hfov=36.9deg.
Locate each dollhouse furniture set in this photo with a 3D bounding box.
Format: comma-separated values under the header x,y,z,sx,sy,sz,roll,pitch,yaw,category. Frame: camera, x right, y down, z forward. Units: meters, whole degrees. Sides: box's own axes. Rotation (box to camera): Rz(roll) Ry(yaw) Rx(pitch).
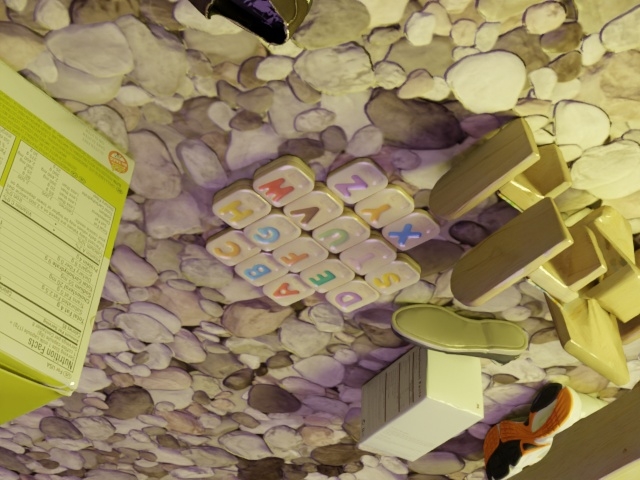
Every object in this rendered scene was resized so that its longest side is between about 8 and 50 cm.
x,y,z,sx,sy,sz,roll,pitch,yaw,category
0.279,0.140,1.092,0.362,0.394,0.256,32,123,-32,dollhouse furniture set

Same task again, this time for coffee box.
x,y,z,sx,sy,sz,roll,pitch,yaw,category
-0.462,0.004,1.038,0.337,0.335,0.338,-26,132,31,coffee box

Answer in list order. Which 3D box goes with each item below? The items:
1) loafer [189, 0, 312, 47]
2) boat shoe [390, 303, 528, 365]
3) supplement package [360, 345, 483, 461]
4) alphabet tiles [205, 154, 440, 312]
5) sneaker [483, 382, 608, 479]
x,y,z,sx,sy,sz,roll,pitch,yaw,category
-0.101,-0.255,0.898,0.220,0.078,0.080,24,136,-23,loafer
0.190,0.144,1.364,0.206,0.075,0.065,10,137,-15,boat shoe
0.151,0.245,1.464,0.105,0.105,0.179,24,137,-22,supplement package
0.000,0.000,1.246,0.277,0.021,0.284,-25,133,31,alphabet tiles
0.368,0.329,1.561,0.121,0.099,0.262,15,140,-21,sneaker
